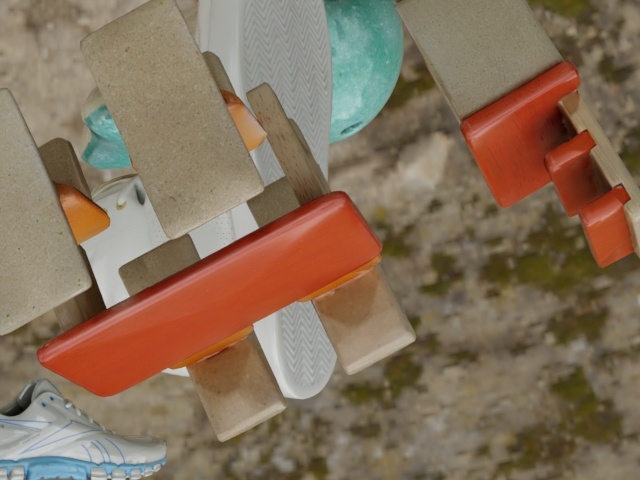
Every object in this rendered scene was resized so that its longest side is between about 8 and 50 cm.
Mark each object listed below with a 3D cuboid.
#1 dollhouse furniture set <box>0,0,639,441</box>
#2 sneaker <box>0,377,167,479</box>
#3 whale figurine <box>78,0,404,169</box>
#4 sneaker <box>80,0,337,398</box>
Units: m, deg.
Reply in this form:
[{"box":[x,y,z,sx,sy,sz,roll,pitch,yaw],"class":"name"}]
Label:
[{"box":[0.000,0.000,0.686,0.259,0.135,0.262,-28,158,6],"class":"dollhouse furniture set"},{"box":[-0.206,0.153,1.258,0.190,0.083,0.071,6,174,-36],"class":"sneaker"},{"box":[-0.054,-0.119,1.211,0.272,0.141,0.216,-31,170,-20],"class":"whale figurine"},{"box":[-0.083,-0.053,0.953,0.169,0.293,0.108,2,-174,33],"class":"sneaker"}]
